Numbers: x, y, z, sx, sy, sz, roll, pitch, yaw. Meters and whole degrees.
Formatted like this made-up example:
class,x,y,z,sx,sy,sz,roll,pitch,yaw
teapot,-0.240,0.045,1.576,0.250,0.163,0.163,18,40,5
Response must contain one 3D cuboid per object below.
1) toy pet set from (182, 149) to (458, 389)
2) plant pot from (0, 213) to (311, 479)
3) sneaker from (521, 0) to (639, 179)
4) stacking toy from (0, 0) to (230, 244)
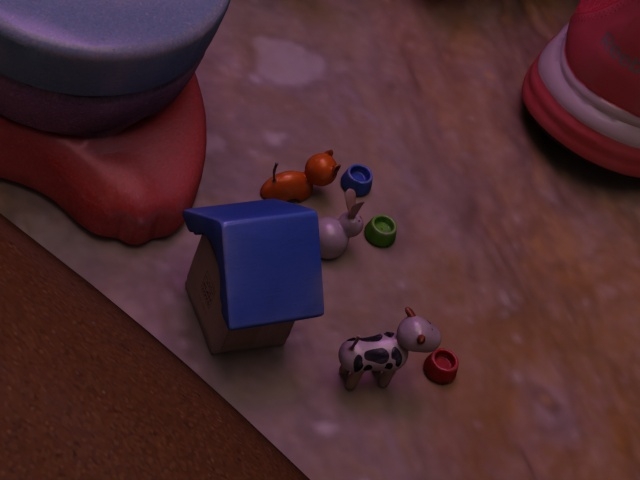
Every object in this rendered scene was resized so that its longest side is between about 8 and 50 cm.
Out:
class,x,y,z,sx,sy,sz,roll,pitch,yaw
toy pet set,0.000,0.000,0.660,0.114,0.065,0.122,-7,54,-26
plant pot,-0.073,0.129,0.436,0.254,0.237,0.237,30,45,-14
sneaker,0.223,-0.159,0.832,0.116,0.136,0.314,32,47,7
stacking toy,-0.186,-0.076,0.611,0.309,0.130,0.279,12,48,-11
